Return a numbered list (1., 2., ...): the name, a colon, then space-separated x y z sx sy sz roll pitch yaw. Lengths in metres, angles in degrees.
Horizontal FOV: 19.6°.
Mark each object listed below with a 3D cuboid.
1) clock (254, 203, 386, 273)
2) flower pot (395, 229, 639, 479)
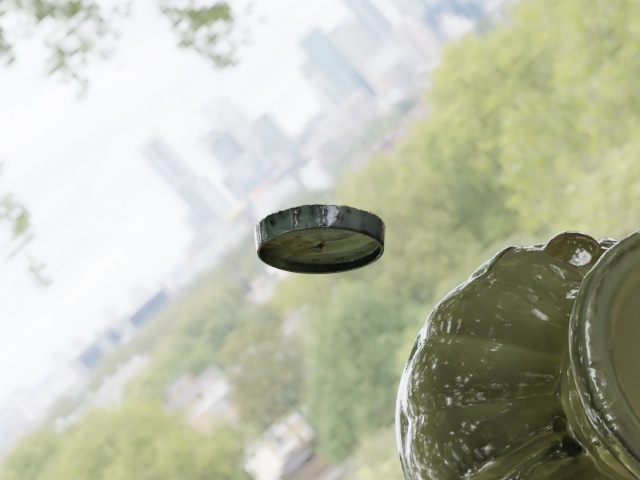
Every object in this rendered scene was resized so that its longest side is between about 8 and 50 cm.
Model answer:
1. clock: 0.000 0.000 1.172 0.085 0.085 0.017 -37 49 56
2. flower pot: 0.230 0.124 1.390 0.307 0.307 0.244 -44 2 -32
